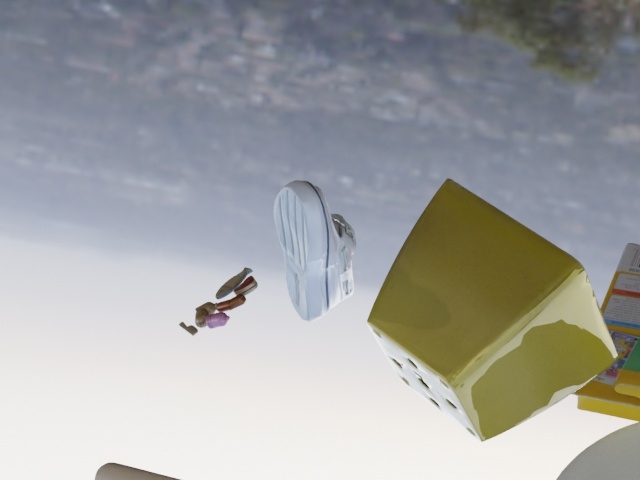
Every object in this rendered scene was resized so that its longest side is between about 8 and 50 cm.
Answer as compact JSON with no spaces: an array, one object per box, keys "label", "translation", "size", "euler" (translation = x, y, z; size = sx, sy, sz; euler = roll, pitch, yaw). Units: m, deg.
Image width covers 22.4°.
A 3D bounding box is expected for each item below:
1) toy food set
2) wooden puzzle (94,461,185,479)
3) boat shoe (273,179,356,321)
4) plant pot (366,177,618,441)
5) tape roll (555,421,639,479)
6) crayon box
[{"label":"toy food set","translation":[-0.126,0.086,2.121],"size":[0.019,0.122,0.078],"euler":[56,167,-23]},{"label":"wooden puzzle","translation":[-0.202,0.428,2.182],"size":[0.221,0.238,0.044],"euler":[10,-160,24]},{"label":"boat shoe","translation":[0.000,0.000,1.778],"size":[0.076,0.083,0.226],"euler":[-27,151,-17]},{"label":"plant pot","translation":[0.179,0.097,1.824],"size":[0.212,0.187,0.212],"euler":[36,166,38]},{"label":"tape roll","translation":[0.464,0.395,2.021],"size":[0.392,0.392,0.072],"euler":[10,141,22]},{"label":"crayon box","translation":[0.463,0.143,2.130],"size":[0.203,0.083,0.323],"euler":[10,-140,21]}]
